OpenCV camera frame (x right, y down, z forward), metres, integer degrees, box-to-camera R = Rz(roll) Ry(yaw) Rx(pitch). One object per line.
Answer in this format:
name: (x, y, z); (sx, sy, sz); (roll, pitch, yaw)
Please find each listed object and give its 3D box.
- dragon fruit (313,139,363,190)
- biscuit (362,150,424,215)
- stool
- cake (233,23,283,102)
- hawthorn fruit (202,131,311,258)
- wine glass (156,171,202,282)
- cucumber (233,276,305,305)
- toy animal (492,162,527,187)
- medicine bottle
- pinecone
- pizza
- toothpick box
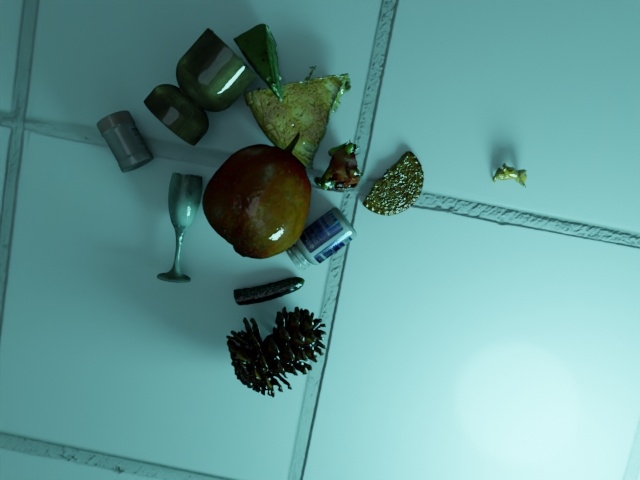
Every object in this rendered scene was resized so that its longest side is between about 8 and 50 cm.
dragon fruit: (0.059, -0.191, 1.481); (0.175, 0.138, 0.142); (-32, 118, 17)
biscuit: (0.224, -0.149, 1.533); (0.126, 0.025, 0.206); (40, 97, -3)
stool: (-0.323, -0.413, 1.445); (0.179, 0.179, 0.264); (43, 97, -3)
cake: (-0.162, -0.460, 1.418); (0.099, 0.100, 0.235); (-17, 59, 11)
hawthorn fruit: (-0.148, -0.132, 1.434); (0.285, 0.285, 0.368); (26, 86, -1)
wine glass: (-0.325, -0.030, 1.568); (0.265, 0.096, 0.309); (7, 97, -22)
cucumber: (-0.149, 0.148, 1.573); (0.215, 0.052, 0.058); (-13, 61, 2)
toy animal: (0.539, -0.177, 1.503); (0.083, 0.060, 0.081); (31, 122, -5)
medicine bottle: (0.000, 0.000, 1.519); (0.191, 0.107, 0.107); (-37, 94, 6)
pinecone: (-0.117, 0.296, 1.507); (0.292, 0.246, 0.246); (-29, 95, -14)
pizza: (-0.029, -0.363, 1.497); (0.288, 0.075, 0.279); (-33, 99, 4)
toothpick box: (-0.552, -0.279, 1.510); (0.098, 0.098, 0.148); (-26, 96, 5)
